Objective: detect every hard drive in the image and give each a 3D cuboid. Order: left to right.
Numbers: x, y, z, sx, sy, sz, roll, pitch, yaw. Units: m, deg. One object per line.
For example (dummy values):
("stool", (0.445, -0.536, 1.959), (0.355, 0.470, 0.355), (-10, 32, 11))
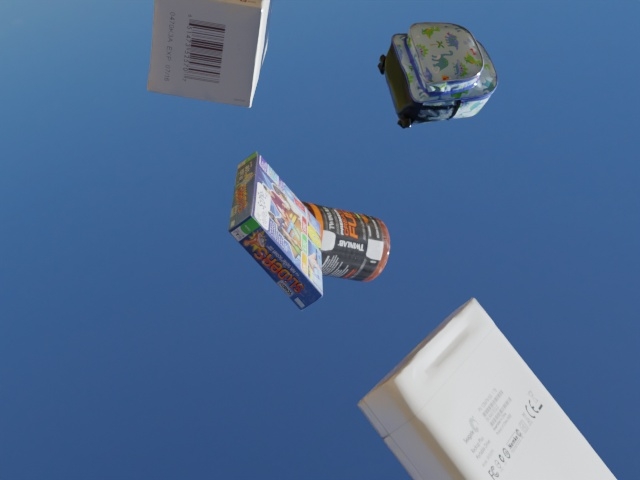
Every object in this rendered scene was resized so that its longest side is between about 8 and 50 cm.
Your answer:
("hard drive", (0.193, 0.229, 0.877), (0.047, 0.353, 0.233), (-41, 174, 28))

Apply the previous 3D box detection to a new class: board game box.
("board game box", (-0.052, -0.017, 1.277), (0.035, 0.136, 0.201), (-35, -159, 15))

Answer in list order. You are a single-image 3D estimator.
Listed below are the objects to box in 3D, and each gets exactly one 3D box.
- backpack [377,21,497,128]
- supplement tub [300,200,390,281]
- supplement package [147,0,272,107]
("backpack", (0.137, -0.187, 1.150), (0.114, 0.105, 0.084), (-6, 154, -22))
("supplement tub", (0.000, 0.000, 1.542), (0.197, 0.106, 0.106), (10, -176, -35))
("supplement package", (-0.106, -0.221, 1.048), (0.105, 0.105, 0.179), (8, -152, -1))
